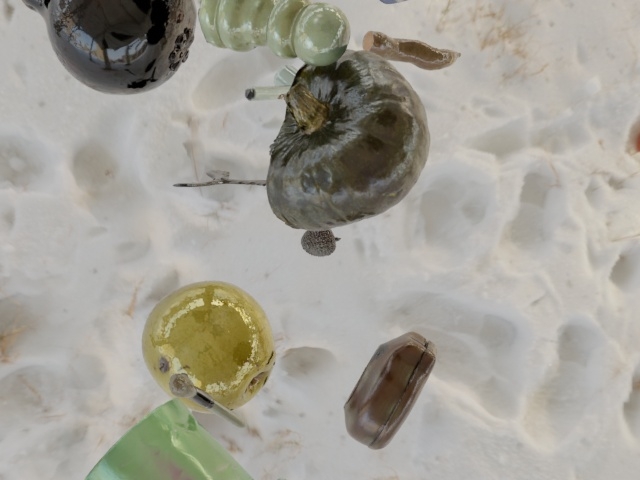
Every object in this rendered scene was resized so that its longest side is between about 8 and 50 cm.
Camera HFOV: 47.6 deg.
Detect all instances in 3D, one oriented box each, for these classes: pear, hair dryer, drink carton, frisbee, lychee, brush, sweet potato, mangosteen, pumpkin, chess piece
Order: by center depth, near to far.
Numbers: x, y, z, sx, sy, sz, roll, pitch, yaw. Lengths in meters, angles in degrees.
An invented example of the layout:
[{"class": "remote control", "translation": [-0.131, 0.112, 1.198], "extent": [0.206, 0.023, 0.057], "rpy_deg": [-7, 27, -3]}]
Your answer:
[{"class": "drink carton", "translation": [-0.134, 0.239, 0.699], "extent": [0.142, 0.144, 0.146], "rpy_deg": [44, 103, 10]}, {"class": "chess piece", "translation": [-0.063, -0.350, 1.175], "extent": [0.243, 0.133, 0.133], "rpy_deg": [23, 77, 24]}, {"class": "pumpkin", "translation": [0.055, -0.176, 1.188], "extent": [0.242, 0.232, 0.325], "rpy_deg": [28, 70, -46]}, {"class": "mangosteen", "translation": [-0.385, -0.414, 1.331], "extent": [0.313, 0.297, 0.297], "rpy_deg": [10, 79, -21]}, {"class": "brush", "translation": [-0.209, 0.316, 1.406], "extent": [0.039, 0.299, 0.042], "rpy_deg": [-36, 55, 2]}, {"class": "lychee", "translation": [0.000, 0.000, 1.454], "extent": [0.083, 0.068, 0.067], "rpy_deg": [-13, 114, 14]}, {"class": "frisbee", "translation": [-0.188, -0.127, 1.518], "extent": [0.187, 0.211, 0.012], "rpy_deg": [4, 104, 11]}, {"class": "sweet potato", "translation": [0.218, -0.419, 1.634], "extent": [0.281, 0.067, 0.059], "rpy_deg": [4, 105, -30]}, {"class": "hair dryer", "translation": [-0.103, -0.351, 1.713], "extent": [0.131, 0.073, 0.236], "rpy_deg": [42, 36, 23]}, {"class": "pear", "translation": [-0.281, 0.272, 1.872], "extent": [0.348, 0.348, 0.348], "rpy_deg": [1, 81, -9]}]

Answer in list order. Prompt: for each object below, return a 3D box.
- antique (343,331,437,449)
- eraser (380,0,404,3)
[{"class": "antique", "translation": [0.147, 0.328, 1.595], "extent": [0.129, 0.223, 0.278], "rpy_deg": [30, 106, 7]}, {"class": "eraser", "translation": [0.030, -0.342, 0.823], "extent": [0.036, 0.225, 0.082], "rpy_deg": [-30, 65, 25]}]
